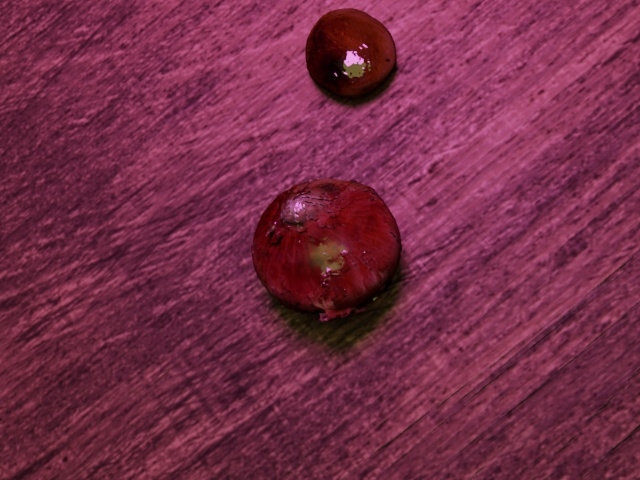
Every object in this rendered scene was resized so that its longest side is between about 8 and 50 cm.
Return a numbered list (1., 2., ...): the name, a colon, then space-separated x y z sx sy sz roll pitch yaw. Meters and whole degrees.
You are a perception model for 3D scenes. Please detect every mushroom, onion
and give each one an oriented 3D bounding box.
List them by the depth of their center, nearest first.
1. onion: 0.000 0.000 0.913 0.184 0.147 0.184 -8 64 16
2. mushroom: 0.037 -0.242 1.001 0.123 0.052 0.123 -2 76 8
